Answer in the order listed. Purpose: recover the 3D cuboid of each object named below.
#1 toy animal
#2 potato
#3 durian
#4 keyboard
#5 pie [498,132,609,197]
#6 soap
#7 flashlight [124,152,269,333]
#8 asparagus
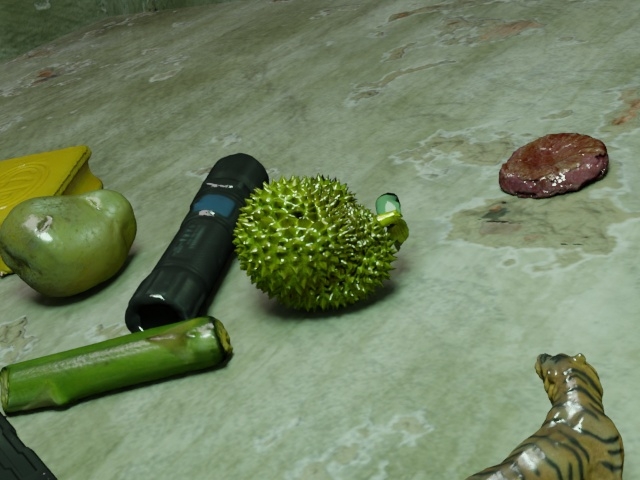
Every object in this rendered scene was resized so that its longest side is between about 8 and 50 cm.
[{"bbox_3d":[0.130,0.191,0.674,0.255,0.116,0.114,-29,26,-28],"label":"toy animal"},{"bbox_3d":[-0.346,-0.005,1.327,0.157,0.157,0.194,9,34,42],"label":"potato"},{"bbox_3d":[-0.007,0.012,1.102,0.198,0.159,0.146,20,37,-4],"label":"durian"},{"bbox_3d":[-0.352,0.232,0.977,0.106,0.016,0.262,-28,28,-27],"label":"keyboard"},{"bbox_3d":[0.320,-0.105,1.302,0.153,0.038,0.153,-13,26,7],"label":"pie"},{"bbox_3d":[-0.498,-0.048,1.567,0.204,0.096,0.324,-12,24,5],"label":"soap"},{"bbox_3d":[-0.155,0.005,1.278,0.103,0.103,0.424,-8,27,14],"label":"flashlight"},{"bbox_3d":[-0.238,0.139,1.061,0.277,0.060,0.067,-15,34,1],"label":"asparagus"}]
